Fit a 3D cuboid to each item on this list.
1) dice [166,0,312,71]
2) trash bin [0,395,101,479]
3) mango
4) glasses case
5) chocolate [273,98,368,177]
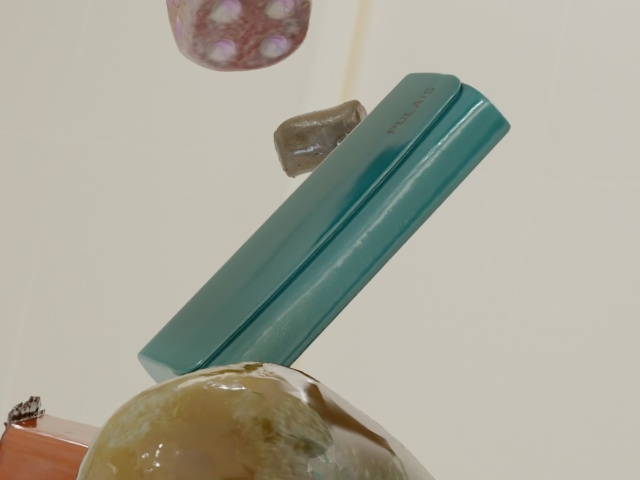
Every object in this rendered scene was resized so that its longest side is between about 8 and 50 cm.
[{"bbox_3d":[-0.060,-0.183,1.236,0.093,0.094,0.091,-8,-38,-16],"label":"dice"},{"bbox_3d":[-0.090,0.193,1.030,0.238,0.161,0.184,17,-1,2],"label":"trash bin"},{"bbox_3d":[0.011,0.194,0.761,0.146,0.316,0.193,-28,11,43],"label":"mango"},{"bbox_3d":[0.000,0.000,1.247,0.070,0.301,0.117,50,-18,-17],"label":"glasses case"},{"bbox_3d":[0.000,-0.099,1.706,0.100,0.064,0.031,-11,5,14],"label":"chocolate"}]
